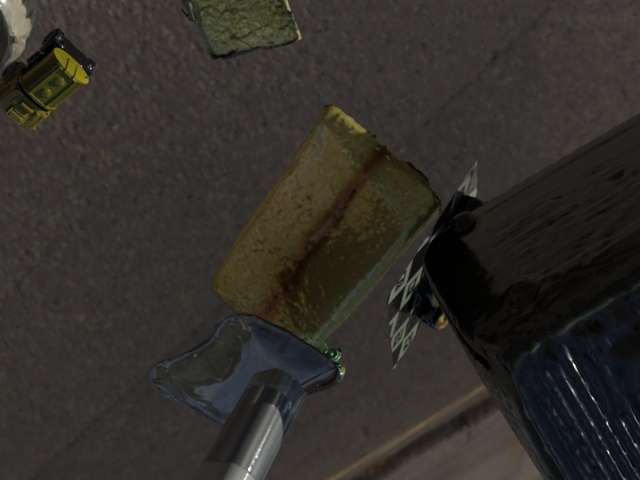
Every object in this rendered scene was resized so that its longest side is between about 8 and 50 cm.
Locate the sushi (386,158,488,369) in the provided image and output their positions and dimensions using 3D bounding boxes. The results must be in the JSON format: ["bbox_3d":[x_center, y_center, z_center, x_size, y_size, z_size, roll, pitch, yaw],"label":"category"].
[{"bbox_3d":[0.206,0.056,1.668,0.292,0.059,0.294,-56,160,-17],"label":"sushi"}]

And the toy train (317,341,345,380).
[{"bbox_3d":[-0.015,0.166,1.472,0.081,0.122,0.050,-22,129,-18],"label":"toy train"}]

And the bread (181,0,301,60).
[{"bbox_3d":[-0.137,-0.410,1.563,0.178,0.142,0.266,-13,118,14],"label":"bread"}]

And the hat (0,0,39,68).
[{"bbox_3d":[-0.486,-0.390,1.647,0.226,0.164,0.219,-55,165,-45],"label":"hat"}]

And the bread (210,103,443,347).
[{"bbox_3d":[-0.002,0.003,1.145,0.264,0.167,0.163,-51,173,1],"label":"bread"}]

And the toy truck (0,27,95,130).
[{"bbox_3d":[-0.241,-0.135,0.894,0.083,0.054,0.049,-33,124,19],"label":"toy truck"}]

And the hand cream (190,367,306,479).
[{"bbox_3d":[-0.085,0.209,0.779,0.079,0.048,0.255,-27,-155,51],"label":"hand cream"}]

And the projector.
[{"bbox_3d":[0.322,0.034,0.958,0.395,0.242,0.405,-30,-168,4],"label":"projector"}]

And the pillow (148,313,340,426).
[{"bbox_3d":[-0.084,0.137,1.053,0.232,0.130,0.038,-37,-158,48],"label":"pillow"}]
